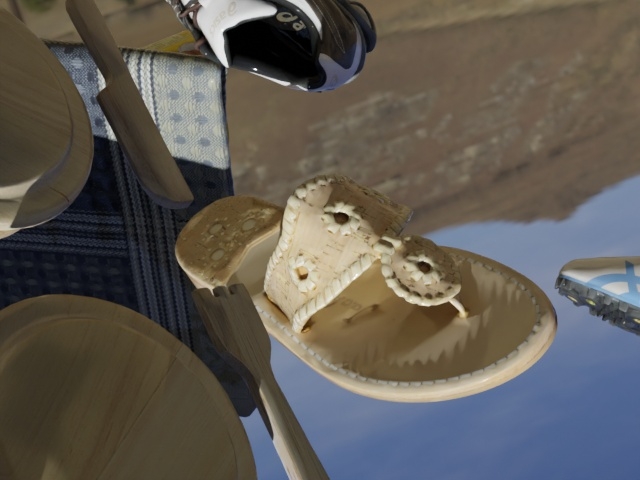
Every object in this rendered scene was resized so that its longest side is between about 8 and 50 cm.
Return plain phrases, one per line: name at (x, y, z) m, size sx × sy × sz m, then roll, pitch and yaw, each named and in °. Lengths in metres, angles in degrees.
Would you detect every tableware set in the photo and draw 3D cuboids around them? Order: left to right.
tableware set at (-0.082, 0.013, 0.356) m, size 0.128 × 0.194 × 0.039 m, roll -5°, pitch 150°, yaw -48°

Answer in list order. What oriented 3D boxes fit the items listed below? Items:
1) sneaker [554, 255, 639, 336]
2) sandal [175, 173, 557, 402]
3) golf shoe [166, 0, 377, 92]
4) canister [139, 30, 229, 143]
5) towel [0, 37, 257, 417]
sneaker at (0.281, 0.031, 0.935) m, size 0.237 × 0.086 × 0.085 m, roll 5°, pitch 164°, yaw 24°
sandal at (-0.004, 0.005, 0.647) m, size 0.240 × 0.079 × 0.088 m, roll 17°, pitch -121°, yaw 47°
golf shoe at (-0.060, -0.153, 0.794) m, size 0.077 × 0.198 × 0.094 m, roll -60°, pitch 180°, yaw 27°
canister at (-0.172, -0.106, 1.223) m, size 0.170 × 0.126 × 0.073 m, roll -27°, pitch -143°, yaw -28°
towel at (-0.201, -0.009, 1.011) m, size 0.312 × 0.324 × 0.056 m, roll 5°, pitch -143°, yaw 10°
